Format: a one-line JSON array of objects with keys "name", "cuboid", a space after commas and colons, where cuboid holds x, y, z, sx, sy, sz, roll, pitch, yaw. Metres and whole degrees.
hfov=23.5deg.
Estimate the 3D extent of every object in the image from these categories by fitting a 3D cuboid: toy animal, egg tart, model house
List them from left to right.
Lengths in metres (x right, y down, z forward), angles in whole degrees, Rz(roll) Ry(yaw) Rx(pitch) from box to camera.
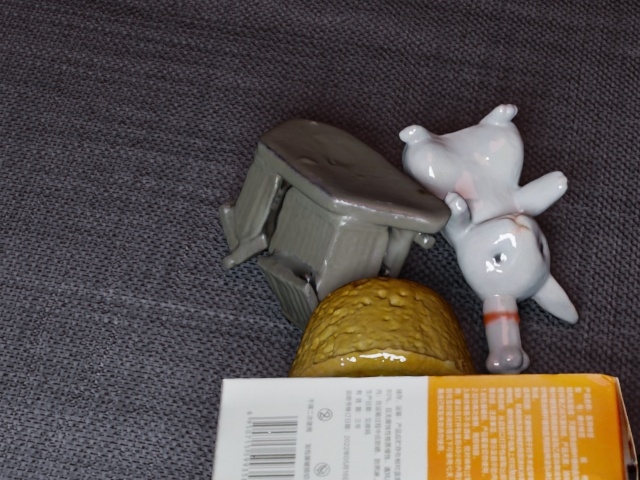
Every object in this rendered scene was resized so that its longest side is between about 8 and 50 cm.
[{"name": "model house", "cuboid": [-0.003, -0.005, 1.548, 0.229, 0.188, 0.122, 37, 20, 36]}, {"name": "egg tart", "cuboid": [0.061, 0.127, 1.432, 0.202, 0.202, 0.147, 4, 43, 1]}, {"name": "toy animal", "cuboid": [0.184, -0.009, 1.571, 0.140, 0.138, 0.282, -13, 55, -18]}]

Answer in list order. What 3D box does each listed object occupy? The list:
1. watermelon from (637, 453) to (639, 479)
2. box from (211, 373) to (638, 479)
[{"name": "watermelon", "cuboid": [0.370, 0.259, 1.378, 0.204, 0.127, 0.232, -11, 55, -6]}, {"name": "box", "cuboid": [0.091, 0.229, 1.305, 0.341, 0.225, 0.143, -1, 52, 7]}]
